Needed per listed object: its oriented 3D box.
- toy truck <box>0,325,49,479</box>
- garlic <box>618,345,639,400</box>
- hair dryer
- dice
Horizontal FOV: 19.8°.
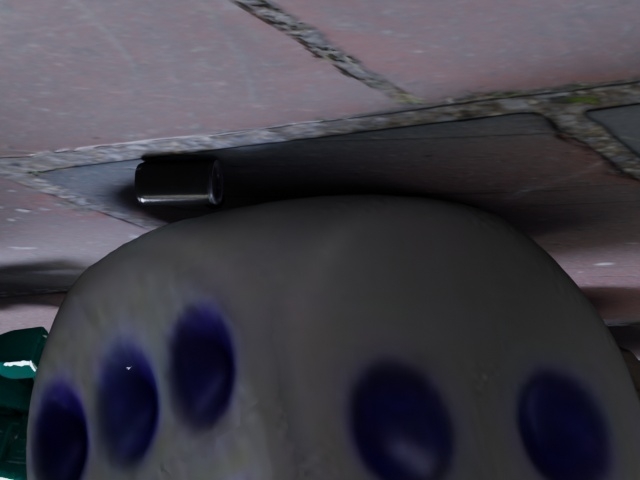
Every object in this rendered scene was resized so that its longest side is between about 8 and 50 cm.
[{"bbox_3d":[-0.352,0.128,1.435,0.364,0.176,0.178,1,139,16],"label":"toy truck"},{"bbox_3d":[0.271,0.161,1.629,0.212,0.218,0.218,-29,167,-1],"label":"garlic"},{"bbox_3d":[-0.073,-0.030,1.053,0.047,0.026,0.083,0,176,12],"label":"hair dryer"},{"bbox_3d":[0.014,0.153,1.128,0.304,0.304,0.277,5,156,-39],"label":"dice"}]
